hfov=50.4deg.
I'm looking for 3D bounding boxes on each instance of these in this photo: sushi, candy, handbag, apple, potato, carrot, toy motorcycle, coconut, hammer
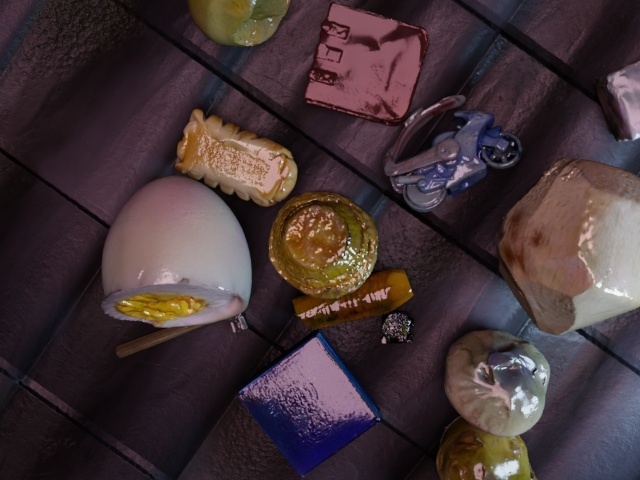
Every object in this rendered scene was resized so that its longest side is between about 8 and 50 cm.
[{"bbox_3d":[0.201,0.225,1.772,0.085,0.056,0.083,0,87,4],"label":"sushi"},{"bbox_3d":[0.788,-0.351,1.654,0.185,0.137,0.195,-21,91,4],"label":"candy"},{"bbox_3d":[0.114,-0.438,1.708,0.276,0.084,0.259,14,96,2],"label":"handbag"},{"bbox_3d":[-0.202,-0.608,1.636,0.280,0.279,0.278,0,95,3],"label":"apple"},{"bbox_3d":[0.426,0.606,1.722,0.247,0.196,0.299,-29,94,6],"label":"potato"},{"bbox_3d":[0.083,0.153,1.742,0.302,0.114,0.114,-18,93,7],"label":"carrot"},{"bbox_3d":[0.307,-0.226,1.664,0.319,0.182,0.241,-30,92,6],"label":"toy motorcycle"},{"bbox_3d":[0.582,0.022,1.572,0.345,0.415,0.414,17,96,23],"label":"coconut"},{"bbox_3d":[-0.375,0.240,1.813,0.366,0.043,0.111,-20,95,7],"label":"hammer"}]

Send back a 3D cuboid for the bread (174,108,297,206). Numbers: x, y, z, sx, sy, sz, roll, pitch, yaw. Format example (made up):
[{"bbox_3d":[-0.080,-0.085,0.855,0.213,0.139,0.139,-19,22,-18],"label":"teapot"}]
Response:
[{"bbox_3d":[-0.208,-0.198,1.724,0.312,0.121,0.172,25,99,1],"label":"bread"}]

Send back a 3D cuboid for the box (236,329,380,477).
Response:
[{"bbox_3d":[-0.029,0.420,1.771,0.261,0.116,0.279,-37,90,6],"label":"box"}]

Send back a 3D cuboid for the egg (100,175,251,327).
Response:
[{"bbox_3d":[-0.347,0.008,1.655,0.355,0.354,0.339,-6,67,3],"label":"egg"}]

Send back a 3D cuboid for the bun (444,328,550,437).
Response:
[{"bbox_3d":[0.434,0.340,1.680,0.273,0.168,0.272,1,65,-2],"label":"bun"}]

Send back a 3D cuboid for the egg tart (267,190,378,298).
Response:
[{"bbox_3d":[0.000,0.000,1.695,0.294,0.123,0.293,-4,74,13],"label":"egg tart"}]
